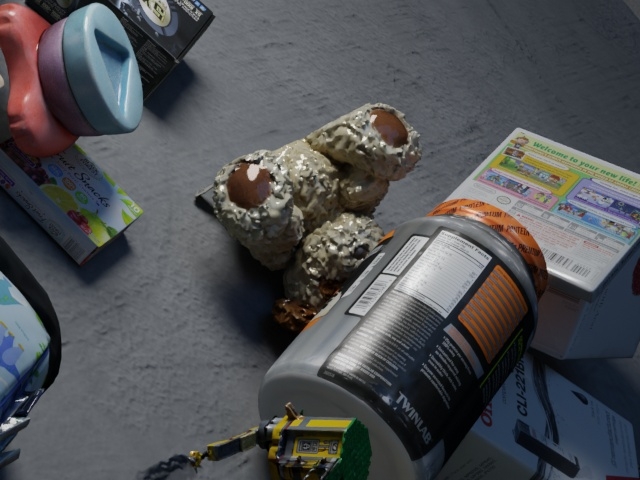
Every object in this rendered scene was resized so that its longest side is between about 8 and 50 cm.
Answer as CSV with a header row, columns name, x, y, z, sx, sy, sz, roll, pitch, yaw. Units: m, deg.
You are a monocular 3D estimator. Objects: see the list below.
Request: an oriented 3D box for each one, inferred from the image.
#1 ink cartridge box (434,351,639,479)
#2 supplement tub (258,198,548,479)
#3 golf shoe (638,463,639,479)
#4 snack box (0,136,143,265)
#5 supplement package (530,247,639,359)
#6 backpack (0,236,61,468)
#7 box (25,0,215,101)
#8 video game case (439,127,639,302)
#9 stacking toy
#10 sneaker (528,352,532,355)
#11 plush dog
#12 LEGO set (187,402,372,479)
name,x,y,z,sx,sy,sz,roll,pitch,yaw
ink cartridge box,0.228,0.236,1.690,0.273,0.114,0.197,33,33,-19
supplement tub,0.095,0.107,1.515,0.193,0.193,0.316,45,52,-3
golf shoe,0.377,0.310,1.796,0.094,0.077,0.198,49,-2,22
snack box,-0.258,-0.051,1.499,0.141,0.037,0.100,45,29,-2
supplement package,0.301,0.036,1.838,0.175,0.177,0.293,23,7,27
backpack,-0.348,0.095,1.057,0.290,0.273,0.355,48,43,-11
box,-0.231,-0.272,1.745,0.180,0.077,0.147,41,32,-9
video game case,0.259,-0.033,1.664,0.212,0.023,0.193,25,51,29
stacking toy,-0.256,-0.242,1.405,0.279,0.130,0.309,-9,87,-75
sneaker,0.217,0.150,1.831,0.212,0.080,0.094,34,21,-33
plush dog,0.000,0.000,1.664,0.262,0.210,0.225,-25,88,-29
LEGO set,-0.087,0.281,1.152,0.331,0.192,0.255,-54,136,-53
